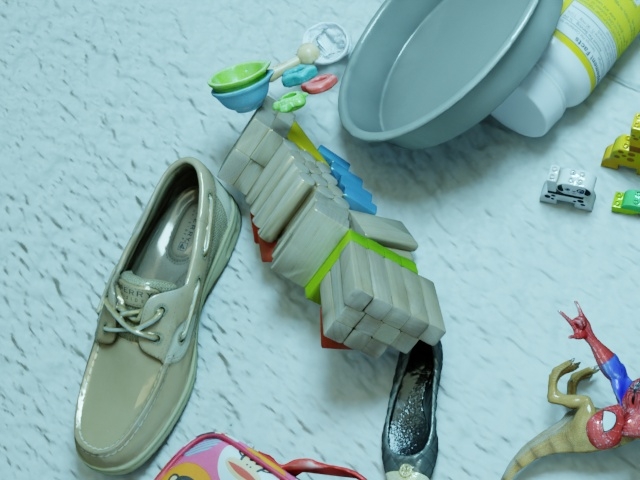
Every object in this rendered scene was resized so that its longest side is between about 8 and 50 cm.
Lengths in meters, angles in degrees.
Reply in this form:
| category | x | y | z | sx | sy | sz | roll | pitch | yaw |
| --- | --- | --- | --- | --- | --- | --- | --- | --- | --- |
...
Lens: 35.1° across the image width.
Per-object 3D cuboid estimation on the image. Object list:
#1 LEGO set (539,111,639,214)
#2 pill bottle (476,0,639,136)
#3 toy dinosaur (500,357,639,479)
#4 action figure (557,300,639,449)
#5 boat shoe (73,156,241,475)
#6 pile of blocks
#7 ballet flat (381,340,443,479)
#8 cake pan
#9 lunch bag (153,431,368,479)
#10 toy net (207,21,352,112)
| category | x | y | z | sx | sy | sz | roll | pitch | yaw |
| --- | --- | --- | --- | --- | --- | --- | --- | --- | --- |
| LEGO set | 0.340 | -0.072 | 1.014 | 0.227 | 0.093 | 0.087 | 13 | 68 | 20 |
| pill bottle | 0.264 | -0.220 | 1.091 | 0.119 | 0.119 | 0.208 | 35 | 77 | 26 |
| toy dinosaur | 0.239 | 0.174 | 0.937 | 0.211 | 0.064 | 0.112 | -16 | 63 | 7 |
| action figure | 0.332 | 0.076 | 0.896 | 0.280 | 0.091 | 0.139 | -32 | 96 | -15 |
| boat shoe | -0.187 | 0.073 | 1.067 | 0.122 | 0.110 | 0.341 | 9 | 67 | 18 |
| pile of blocks | 0.000 | 0.000 | 1.068 | 0.112 | 0.149 | 0.362 | -53 | 46 | 25 |
| ballet flat | 0.087 | 0.165 | 0.988 | 0.057 | 0.049 | 0.173 | 0 | 65 | 15 |
| cake pan | 0.139 | -0.215 | 1.079 | 0.293 | 0.054 | 0.293 | -36 | 33 | 29 |
| lunch bag | -0.046 | 0.312 | 0.910 | 0.293 | 0.120 | 0.258 | 32 | 75 | 26 |
| toy net | -0.020 | -0.203 | 1.129 | 0.122 | 0.045 | 0.232 | 0 | 30 | 35 |
